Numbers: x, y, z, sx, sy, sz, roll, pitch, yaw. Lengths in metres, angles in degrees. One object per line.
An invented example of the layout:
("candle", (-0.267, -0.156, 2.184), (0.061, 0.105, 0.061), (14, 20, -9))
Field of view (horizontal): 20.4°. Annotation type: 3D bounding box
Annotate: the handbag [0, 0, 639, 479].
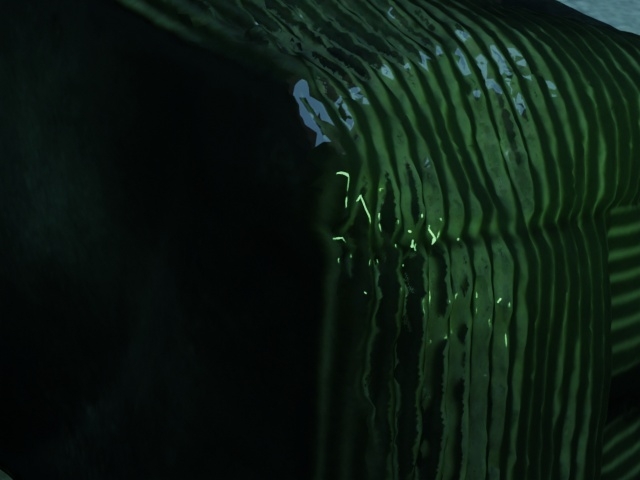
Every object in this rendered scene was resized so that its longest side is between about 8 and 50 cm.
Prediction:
("handbag", (0.000, 0.000, 0.649), (0.240, 0.247, 0.341), (-10, 25, -36))
